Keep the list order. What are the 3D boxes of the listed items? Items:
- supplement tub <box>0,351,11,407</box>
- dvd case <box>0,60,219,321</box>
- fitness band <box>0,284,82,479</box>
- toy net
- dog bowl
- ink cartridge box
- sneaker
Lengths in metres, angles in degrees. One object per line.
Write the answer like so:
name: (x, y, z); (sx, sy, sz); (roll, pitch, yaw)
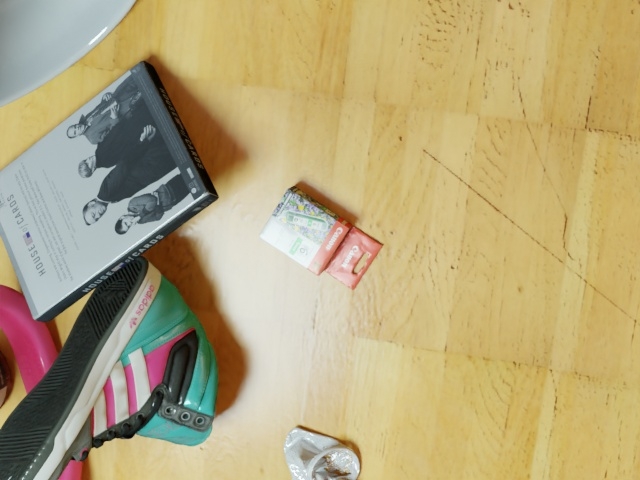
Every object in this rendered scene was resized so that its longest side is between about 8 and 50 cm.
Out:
supplement tub: (-0.423, 0.174, 1.076); (0.106, 0.198, 0.106); (2, 100, 10)
dvd case: (-0.238, -0.051, 1.054); (0.238, 0.029, 0.179); (-35, 67, 15)
fitness band: (-0.337, 0.189, 1.054); (0.054, 0.209, 0.291); (-8, 102, 21)
toy net: (0.054, 0.287, 1.082); (0.122, 0.045, 0.232); (-43, 89, 15)
dog bowl: (-0.297, -0.233, 0.949); (0.265, 0.265, 0.104); (-38, 88, 14)
ink cartridge box: (0.000, 0.000, 1.051); (0.115, 0.029, 0.063); (33, 103, 4)
sneaker: (-0.206, 0.184, 1.031); (0.178, 0.123, 0.296); (44, 66, -31)
